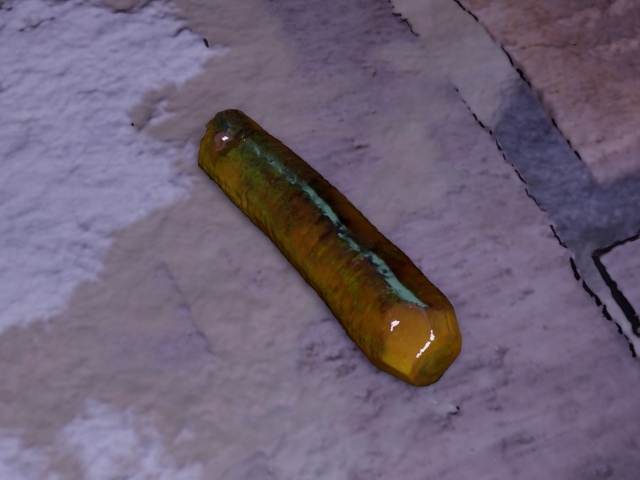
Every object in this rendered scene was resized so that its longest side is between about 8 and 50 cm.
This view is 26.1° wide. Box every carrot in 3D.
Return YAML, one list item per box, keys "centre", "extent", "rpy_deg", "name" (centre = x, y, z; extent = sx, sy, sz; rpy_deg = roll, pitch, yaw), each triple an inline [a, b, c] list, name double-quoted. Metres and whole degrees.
- centre: [0.000, 0.000, 0.973]
  extent: [0.070, 0.070, 0.260]
  rpy_deg: [-34, 58, -18]
  name: "carrot"
